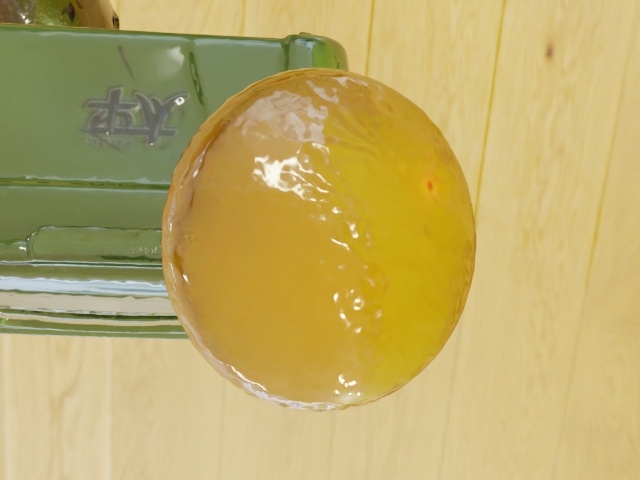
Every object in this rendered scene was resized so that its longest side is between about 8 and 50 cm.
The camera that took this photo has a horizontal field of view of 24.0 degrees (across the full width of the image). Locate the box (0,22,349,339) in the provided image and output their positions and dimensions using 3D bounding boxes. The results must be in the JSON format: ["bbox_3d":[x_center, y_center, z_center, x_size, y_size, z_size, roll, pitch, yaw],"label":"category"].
[{"bbox_3d":[-0.131,-0.033,0.962,0.328,0.253,0.178,4,77,-12],"label":"box"}]

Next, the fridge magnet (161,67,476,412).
[{"bbox_3d":[0.000,0.000,0.626,0.143,0.063,0.143,1,88,-25],"label":"fridge magnet"}]

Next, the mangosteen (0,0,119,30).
[{"bbox_3d":[-0.345,-0.190,1.460,0.311,0.311,0.311,3,118,5],"label":"mangosteen"}]
